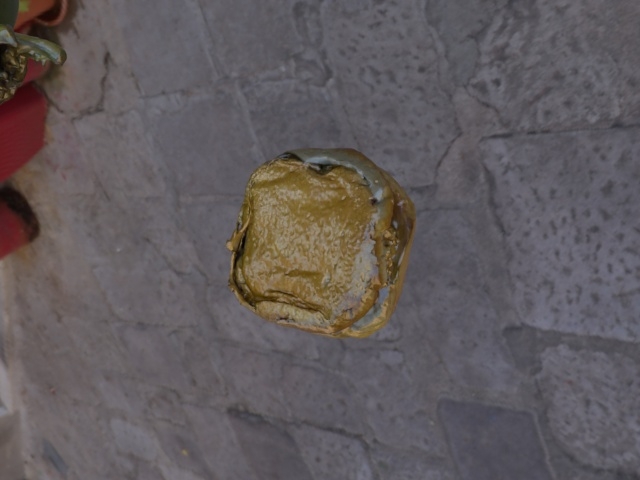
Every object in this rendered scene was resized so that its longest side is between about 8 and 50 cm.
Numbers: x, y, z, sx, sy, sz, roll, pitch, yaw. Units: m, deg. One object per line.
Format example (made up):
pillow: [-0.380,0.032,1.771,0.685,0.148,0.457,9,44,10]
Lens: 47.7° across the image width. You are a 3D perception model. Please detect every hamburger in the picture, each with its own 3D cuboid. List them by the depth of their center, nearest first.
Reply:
hamburger: [0.000,0.000,1.137,0.319,0.158,0.318,-4,80,25]

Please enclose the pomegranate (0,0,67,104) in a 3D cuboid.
pomegranate: [-0.364,-0.190,0.595,0.341,0.260,0.260,22,131,18]
